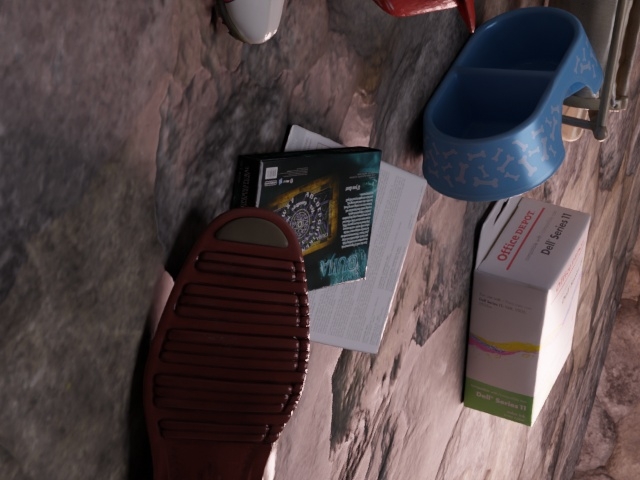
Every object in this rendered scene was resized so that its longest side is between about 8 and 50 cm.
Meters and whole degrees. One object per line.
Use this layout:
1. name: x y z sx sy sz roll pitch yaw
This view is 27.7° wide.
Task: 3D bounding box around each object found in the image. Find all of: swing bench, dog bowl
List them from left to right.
1. dog bowl: 0.217 -0.168 1.494 0.297 0.166 0.074 -56 141 -38
2. swing bench: 0.347 -0.295 1.709 0.254 0.165 0.253 -38 139 -58

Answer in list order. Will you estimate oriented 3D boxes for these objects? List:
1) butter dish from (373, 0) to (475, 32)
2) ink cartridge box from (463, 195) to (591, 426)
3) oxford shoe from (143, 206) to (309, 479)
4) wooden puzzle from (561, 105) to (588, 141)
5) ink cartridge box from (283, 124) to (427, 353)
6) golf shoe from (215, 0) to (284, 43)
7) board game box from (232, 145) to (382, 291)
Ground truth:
1. butter dish: 0.051 -0.253 1.073 0.160 0.118 0.160 62 8 -59
2. ink cartridge box: 0.314 0.080 1.960 0.207 0.119 0.353 -52 150 -44
3. oxford shoe: -0.084 0.138 1.055 0.130 0.123 0.348 -108 -151 -80
4. wooden puzzle: 0.379 -0.270 1.989 0.238 0.044 0.221 5 101 -64
5. ink cartridge box: 0.000 0.000 1.237 0.232 0.066 0.189 17 89 -48
6. golf shoe: -0.031 -0.224 0.917 0.067 0.086 0.186 -44 145 -55
7. board game box: -0.012 -0.016 1.139 0.186 0.026 0.126 -9 110 -55
